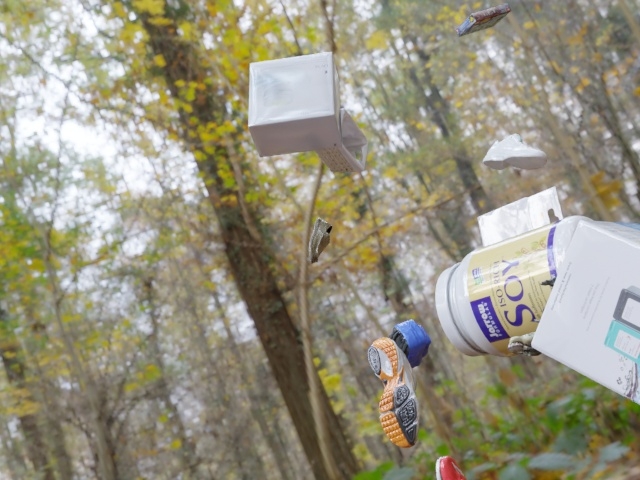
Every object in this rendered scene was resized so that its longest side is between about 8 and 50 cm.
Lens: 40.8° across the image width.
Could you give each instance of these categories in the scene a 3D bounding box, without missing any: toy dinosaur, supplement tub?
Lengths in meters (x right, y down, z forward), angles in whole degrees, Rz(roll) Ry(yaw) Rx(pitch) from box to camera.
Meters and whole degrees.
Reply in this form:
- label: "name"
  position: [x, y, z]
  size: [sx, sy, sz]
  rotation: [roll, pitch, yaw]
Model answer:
- label: "toy dinosaur"
  position: [0.434, 0.109, 1.437]
  size: [0.268, 0.118, 0.064]
  rotation: [-22, -10, 24]
- label: "supplement tub"
  position: [0.429, 0.105, 1.772]
  size: [0.331, 0.241, 0.241]
  rotation: [-23, -14, 40]

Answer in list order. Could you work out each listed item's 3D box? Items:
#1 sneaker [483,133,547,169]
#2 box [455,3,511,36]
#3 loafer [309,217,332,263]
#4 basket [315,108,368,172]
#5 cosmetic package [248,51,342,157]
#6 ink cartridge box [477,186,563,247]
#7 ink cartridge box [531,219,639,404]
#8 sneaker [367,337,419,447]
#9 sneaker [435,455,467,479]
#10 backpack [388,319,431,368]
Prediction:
- label: "sneaker"
  position: [0.534, -0.247, 2.342]
  size: [0.080, 0.094, 0.212]
  rotation: [32, -13, -32]
- label: "box"
  position: [0.462, -0.626, 2.448]
  size: [0.137, 0.027, 0.094]
  rotation: [-22, -6, -27]
- label: "loafer"
  position: [0.000, 0.000, 2.302]
  size: [0.050, 0.148, 0.056]
  rotation: [8, -38, 6]
- label: "basket"
  position: [0.050, -0.272, 2.400]
  size: [0.103, 0.113, 0.167]
  rotation: [-6, -31, 28]
- label: "cosmetic package"
  position: [-0.065, -0.355, 2.251]
  size: [0.224, 0.224, 0.138]
  rotation: [-7, -32, 7]
- label: "ink cartridge box"
  position: [0.516, -0.012, 2.167]
  size: [0.225, 0.180, 0.056]
  rotation: [-23, -29, 32]
- label: "ink cartridge box"
  position: [0.477, 0.111, 1.170]
  size: [0.198, 0.270, 0.197]
  rotation: [0, -68, -48]
- label: "sneaker"
  position: [0.197, 0.361, 2.032]
  size: [0.099, 0.262, 0.121]
  rotation: [-24, -30, 26]
- label: "sneaker"
  position: [0.431, 0.722, 2.423]
  size: [0.107, 0.279, 0.118]
  rotation: [-8, -29, -51]
- label: "backpack"
  position: [0.231, 0.261, 2.231]
  size: [0.101, 0.098, 0.120]
  rotation: [-25, -35, -21]
